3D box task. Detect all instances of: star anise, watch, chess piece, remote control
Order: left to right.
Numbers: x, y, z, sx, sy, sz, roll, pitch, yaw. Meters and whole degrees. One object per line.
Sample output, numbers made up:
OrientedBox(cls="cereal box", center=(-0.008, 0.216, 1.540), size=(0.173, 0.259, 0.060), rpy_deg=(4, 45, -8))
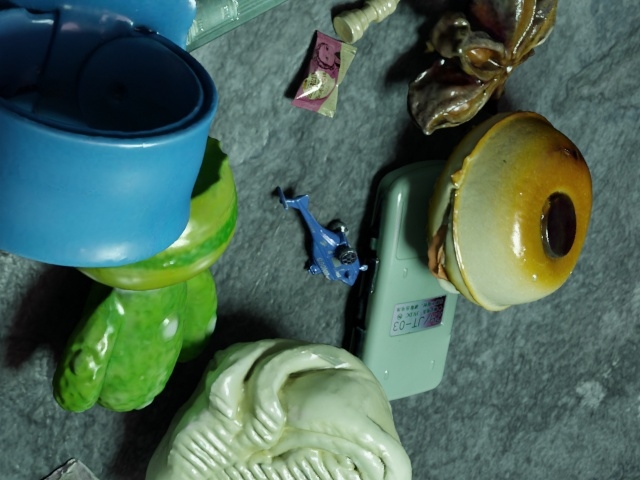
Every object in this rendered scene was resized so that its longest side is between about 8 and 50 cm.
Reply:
OrientedBox(cls="watch", center=(-0.249, -0.116, 1.585), size=(0.305, 0.274, 0.241), rpy_deg=(6, 124, -15))
OrientedBox(cls="chess piece", center=(0.058, -0.246, 1.960), size=(0.092, 0.035, 0.035), rpy_deg=(-36, 132, -23))
OrientedBox(cls="remote control", center=(0.103, 0.048, 2.150), size=(0.140, 0.056, 0.296), rpy_deg=(-11, 120, -38))
OrientedBox(cls="star anise", center=(0.172, -0.221, 2.017), size=(0.220, 0.099, 0.214), rpy_deg=(-21, 133, -55))

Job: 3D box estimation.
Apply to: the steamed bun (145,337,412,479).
OrientedBox(cls="steamed bun", center=(-0.031, 0.222, 2.032), size=(0.268, 0.207, 0.280), rpy_deg=(26, 121, -7))

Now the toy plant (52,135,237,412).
OrientedBox(cls="toy plant", center=(-0.182, 0.048, 1.848), size=(0.224, 0.184, 0.316), rpy_deg=(-40, 147, -39))

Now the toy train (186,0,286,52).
OrientedBox(cls="toy train", center=(-0.045, -0.283, 1.817), size=(0.409, 0.089, 0.086), rpy_deg=(-30, 125, -22))

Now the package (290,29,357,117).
OrientedBox(cls="package", center=(0.005, -0.176, 1.960), size=(0.059, 0.029, 0.083), rpy_deg=(17, 93, -36))

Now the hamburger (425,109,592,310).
OrientedBox(cls="hamburger", center=(0.210, -0.035, 2.060), size=(0.237, 0.147, 0.237), rpy_deg=(-21, 116, -50))

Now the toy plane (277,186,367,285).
OrientedBox(cls="toy plane", center=(0.000, 0.000, 2.047), size=(0.062, 0.054, 0.167), rpy_deg=(-25, 134, 7))

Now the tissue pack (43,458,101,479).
OrientedBox(cls="tissue pack", center=(-0.228, 0.380, 1.982), size=(0.124, 0.185, 0.225), rpy_deg=(-34, 132, -20))
